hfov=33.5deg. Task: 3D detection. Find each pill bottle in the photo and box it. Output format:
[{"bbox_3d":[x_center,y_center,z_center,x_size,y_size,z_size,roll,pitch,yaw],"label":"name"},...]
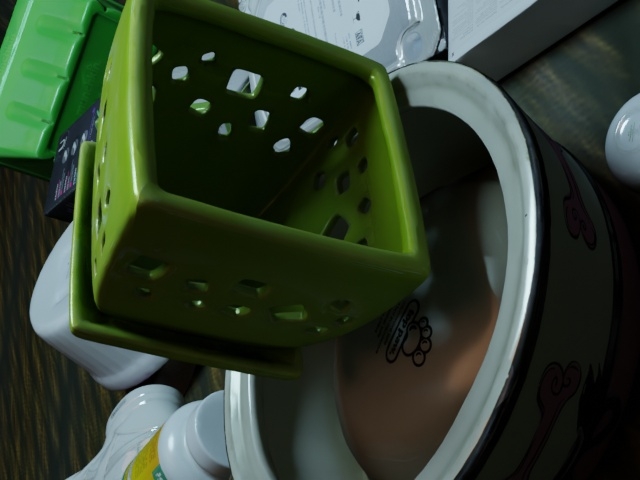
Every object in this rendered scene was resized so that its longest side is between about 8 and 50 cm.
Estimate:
[{"bbox_3d":[-0.131,0.242,1.138,0.208,0.118,0.117,-49,35,47],"label":"pill bottle"}]

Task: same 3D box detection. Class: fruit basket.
[{"bbox_3d":[-0.489,-0.295,1.979,0.392,0.283,0.392,-14,68,38],"label":"fruit basket"}]

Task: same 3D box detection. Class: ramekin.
[{"bbox_3d":[-0.264,0.047,1.420,0.277,0.135,0.277,-36,32,28],"label":"ramekin"}]

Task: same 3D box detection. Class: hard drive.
[{"bbox_3d":[0.027,-0.242,1.174,0.339,0.064,0.236,-26,68,51],"label":"hard drive"}]

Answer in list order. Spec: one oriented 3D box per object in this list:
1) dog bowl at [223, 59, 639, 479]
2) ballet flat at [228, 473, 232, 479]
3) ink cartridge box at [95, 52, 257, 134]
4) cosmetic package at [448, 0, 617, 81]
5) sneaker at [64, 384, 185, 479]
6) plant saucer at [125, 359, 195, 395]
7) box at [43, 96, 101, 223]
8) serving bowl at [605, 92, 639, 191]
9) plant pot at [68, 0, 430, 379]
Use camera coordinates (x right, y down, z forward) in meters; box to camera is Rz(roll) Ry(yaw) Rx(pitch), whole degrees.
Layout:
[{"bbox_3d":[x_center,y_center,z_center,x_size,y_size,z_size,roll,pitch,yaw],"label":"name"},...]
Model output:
[{"bbox_3d":[0.084,0.070,0.866,0.408,0.150,0.408,-37,43,44],"label":"dog bowl"},{"bbox_3d":[-0.036,0.194,1.003,0.250,0.084,0.058,-67,1,-51],"label":"ballet flat"},{"bbox_3d":[-0.146,-0.182,1.395,0.189,0.097,0.255,-4,31,22],"label":"ink cartridge box"},{"bbox_3d":[0.208,-0.235,0.924,0.239,0.060,0.098,-31,46,50],"label":"cosmetic package"},{"bbox_3d":[-0.257,0.330,1.327,0.305,0.114,0.152,-61,29,17],"label":"sneaker"},{"bbox_3d":[-0.225,0.154,1.461,0.198,0.036,0.198,-35,45,45],"label":"plant saucer"},{"bbox_3d":[-0.277,-0.115,1.575,0.270,0.165,0.143,-26,53,52],"label":"box"},{"bbox_3d":[0.245,-0.079,0.803,0.083,0.027,0.083,-35,45,45],"label":"serving bowl"},{"bbox_3d":[-0.075,-0.027,0.823,0.207,0.227,0.228,-51,35,42],"label":"plant pot"}]
